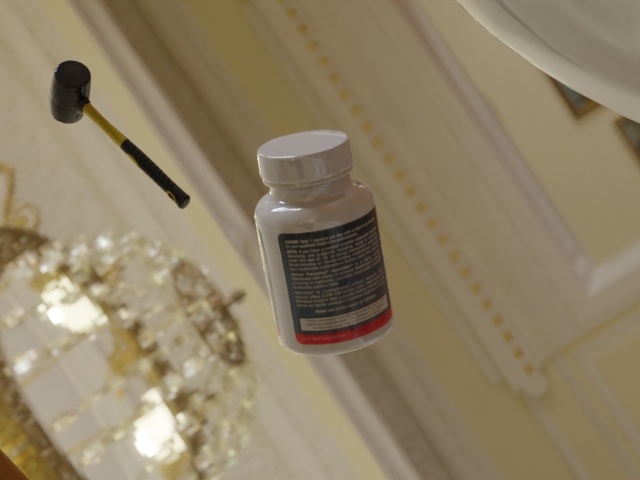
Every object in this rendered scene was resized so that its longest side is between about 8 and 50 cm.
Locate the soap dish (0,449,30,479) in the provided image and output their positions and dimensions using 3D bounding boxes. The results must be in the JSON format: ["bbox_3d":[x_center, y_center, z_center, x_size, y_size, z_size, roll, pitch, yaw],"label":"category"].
[{"bbox_3d":[-0.201,0.205,0.754,0.291,0.118,0.229,47,-122,-2],"label":"soap dish"}]

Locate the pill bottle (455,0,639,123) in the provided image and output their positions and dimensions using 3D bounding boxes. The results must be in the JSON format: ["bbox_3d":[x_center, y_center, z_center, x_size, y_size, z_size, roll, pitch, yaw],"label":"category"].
[{"bbox_3d":[0.142,-0.166,0.385,0.152,0.272,0.152,30,169,6],"label":"pill bottle"}]

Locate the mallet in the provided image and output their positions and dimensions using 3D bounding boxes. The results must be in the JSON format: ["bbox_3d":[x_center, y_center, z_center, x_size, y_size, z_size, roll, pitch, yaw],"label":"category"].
[{"bbox_3d":[-0.193,-0.103,1.503,0.189,0.062,0.039,38,-127,22],"label":"mallet"}]

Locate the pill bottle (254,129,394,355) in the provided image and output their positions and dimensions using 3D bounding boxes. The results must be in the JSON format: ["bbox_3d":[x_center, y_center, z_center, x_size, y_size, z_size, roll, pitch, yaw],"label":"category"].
[{"bbox_3d":[0.000,0.000,1.367,0.108,0.108,0.180,-76,-23,-69],"label":"pill bottle"}]
